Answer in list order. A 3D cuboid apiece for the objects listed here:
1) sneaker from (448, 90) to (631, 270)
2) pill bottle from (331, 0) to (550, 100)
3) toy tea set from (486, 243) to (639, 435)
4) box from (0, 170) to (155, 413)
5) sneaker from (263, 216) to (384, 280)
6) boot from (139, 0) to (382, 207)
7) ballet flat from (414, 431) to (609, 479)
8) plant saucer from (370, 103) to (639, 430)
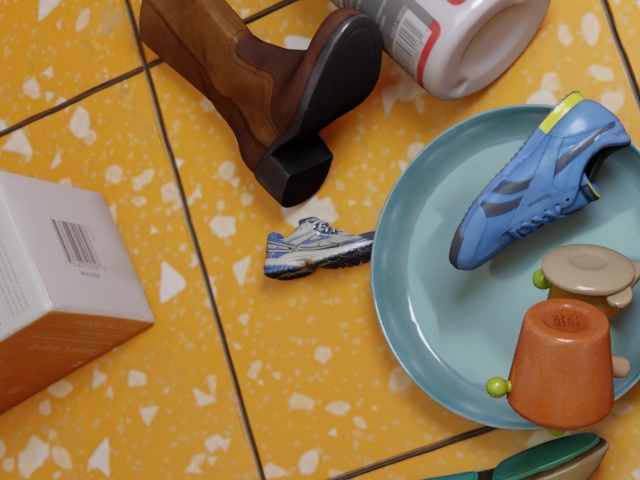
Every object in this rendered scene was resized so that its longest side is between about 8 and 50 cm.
[{"bbox_3d":[0.207,-0.040,1.642,0.082,0.069,0.209,44,102,18],"label":"sneaker"},{"bbox_3d":[0.077,-0.284,1.722,0.283,0.161,0.161,46,103,22],"label":"pill bottle"},{"bbox_3d":[0.319,0.122,1.534,0.336,0.200,0.124,16,123,25],"label":"toy tea set"},{"bbox_3d":[-0.391,0.089,1.862,0.345,0.215,0.168,-30,73,19],"label":"box"},{"bbox_3d":[0.000,0.000,1.787,0.135,0.052,0.058,-12,74,22],"label":"sneaker"},{"bbox_3d":[-0.069,-0.212,1.772,0.096,0.264,0.280,-27,66,-28],"label":"boot"},{"bbox_3d":[0.171,0.251,1.675,0.248,0.086,0.086,-18,77,23],"label":"ballet flat"},{"bbox_3d":[0.202,0.026,1.697,0.318,0.044,0.317,-3,83,23],"label":"plant saucer"}]
